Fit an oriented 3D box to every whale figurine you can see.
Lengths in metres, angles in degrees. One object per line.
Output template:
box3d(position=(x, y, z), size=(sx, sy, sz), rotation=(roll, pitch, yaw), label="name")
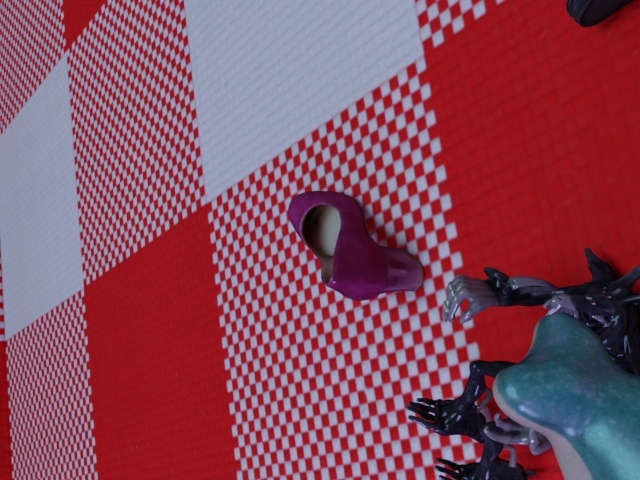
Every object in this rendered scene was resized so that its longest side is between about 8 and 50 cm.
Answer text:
box3d(position=(0.240, 0.151, 0.584), size=(0.272, 0.216, 0.141), rotation=(47, 134, 7), label="whale figurine")

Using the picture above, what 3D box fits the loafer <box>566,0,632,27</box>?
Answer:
box3d(position=(0.265, -0.219, 0.726), size=(0.170, 0.062, 0.061), rotation=(-43, 59, 46), label="loafer")

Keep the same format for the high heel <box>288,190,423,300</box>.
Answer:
box3d(position=(0.000, 0.000, 1.032), size=(0.244, 0.117, 0.082), rotation=(42, 122, 47), label="high heel")

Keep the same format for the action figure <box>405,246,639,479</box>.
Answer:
box3d(position=(0.174, 0.108, 0.764), size=(0.275, 0.141, 0.164), rotation=(-58, 33, 37), label="action figure")
